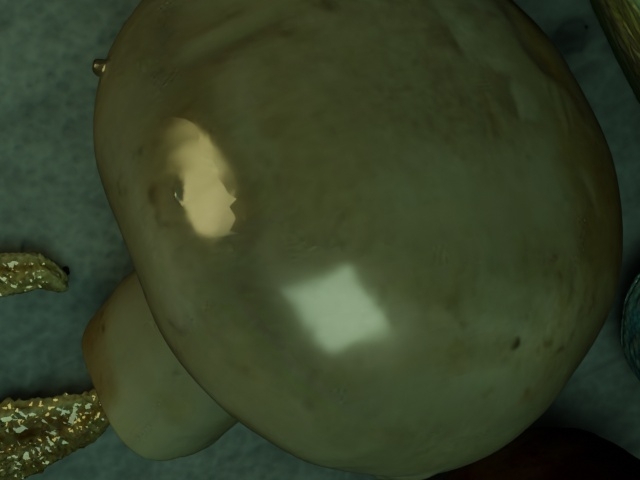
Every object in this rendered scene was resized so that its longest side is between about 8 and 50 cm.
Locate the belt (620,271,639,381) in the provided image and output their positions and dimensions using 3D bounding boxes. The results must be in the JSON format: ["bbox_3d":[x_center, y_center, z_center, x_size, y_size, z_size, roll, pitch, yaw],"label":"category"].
[{"bbox_3d":[0.263,0.042,0.855,0.163,0.082,0.147,-12,118,-10],"label":"belt"}]

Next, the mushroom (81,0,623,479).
[{"bbox_3d":[0.000,0.000,0.755,0.292,0.292,0.290,31,137,-14],"label":"mushroom"}]

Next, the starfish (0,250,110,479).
[{"bbox_3d":[-0.257,0.137,0.846,0.299,0.060,0.302,12,101,-16],"label":"starfish"}]

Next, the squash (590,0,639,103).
[{"bbox_3d":[0.319,-0.128,0.731,0.309,0.233,0.210,-28,144,9],"label":"squash"}]

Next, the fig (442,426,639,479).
[{"bbox_3d":[0.165,0.257,0.889,0.217,0.217,0.321,-38,135,7],"label":"fig"}]
